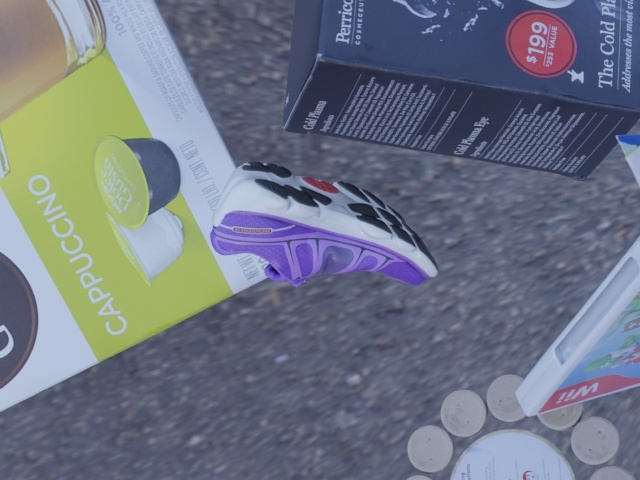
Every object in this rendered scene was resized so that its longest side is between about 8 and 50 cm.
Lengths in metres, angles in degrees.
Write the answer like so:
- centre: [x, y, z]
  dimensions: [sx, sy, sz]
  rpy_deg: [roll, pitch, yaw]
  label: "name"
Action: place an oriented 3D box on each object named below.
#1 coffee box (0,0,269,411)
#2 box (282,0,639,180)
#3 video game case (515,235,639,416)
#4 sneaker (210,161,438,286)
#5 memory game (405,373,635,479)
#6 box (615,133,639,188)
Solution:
- centre: [-0.268, -0.090, 1.483]
  dimensions: [0.334, 0.338, 0.337]
  rpy_deg: [-26, 110, -1]
  label: "coffee box"
- centre: [0.143, -0.265, 1.785]
  dimensions: [0.312, 0.179, 0.343]
  rpy_deg: [8, 69, -8]
  label: "box"
- centre: [0.272, 0.028, 1.274]
  dimensions: [0.204, 0.285, 0.025]
  rpy_deg: [-13, 64, -25]
  label: "video game case"
- centre: [0.000, 0.000, 1.202]
  dimensions: [0.071, 0.170, 0.068]
  rpy_deg: [-60, 34, 20]
  label: "sneaker"
- centre: [0.146, 0.192, 1.388]
  dimensions: [0.186, 0.012, 0.186]
  rpy_deg: [-3, 80, 18]
  label: "memory game"
- centre: [0.328, -0.022, 1.553]
  dimensions: [0.042, 0.109, 0.178]
  rpy_deg: [-40, 63, 46]
  label: "box"
